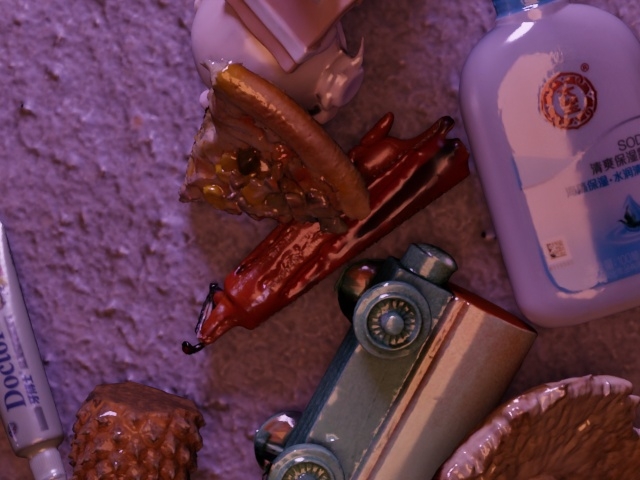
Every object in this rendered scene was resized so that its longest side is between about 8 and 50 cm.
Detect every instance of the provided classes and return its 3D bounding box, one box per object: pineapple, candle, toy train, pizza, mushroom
[{"bbox_3d":[-0.168,0.265,1.439,0.130,0.119,0.277,14,97,8],"label":"pineapple"},{"bbox_3d":[0.000,0.000,1.435,0.302,0.059,0.084,-42,83,7],"label":"candle"},{"bbox_3d":[0.061,0.146,1.429,0.177,0.116,0.285,27,96,-12],"label":"toy train"},{"bbox_3d":[-0.064,-0.059,1.379,0.185,0.195,0.052,46,56,-18],"label":"pizza"},{"bbox_3d":[0.194,0.263,1.339,0.208,0.301,0.233,-36,129,27],"label":"mushroom"}]

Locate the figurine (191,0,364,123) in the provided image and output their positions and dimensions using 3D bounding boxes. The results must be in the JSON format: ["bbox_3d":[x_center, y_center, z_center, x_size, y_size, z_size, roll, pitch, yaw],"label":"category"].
[{"bbox_3d":[-0.024,-0.182,1.365,0.162,0.141,0.237,45,139,6],"label":"figurine"}]

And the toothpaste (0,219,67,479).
[{"bbox_3d":[-0.264,0.094,1.435,0.067,0.037,0.255,-25,72,10],"label":"toothpaste"}]

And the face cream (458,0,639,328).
[{"bbox_3d":[0.199,-0.105,1.399,0.163,0.080,0.336,-17,95,-4],"label":"face cream"}]
